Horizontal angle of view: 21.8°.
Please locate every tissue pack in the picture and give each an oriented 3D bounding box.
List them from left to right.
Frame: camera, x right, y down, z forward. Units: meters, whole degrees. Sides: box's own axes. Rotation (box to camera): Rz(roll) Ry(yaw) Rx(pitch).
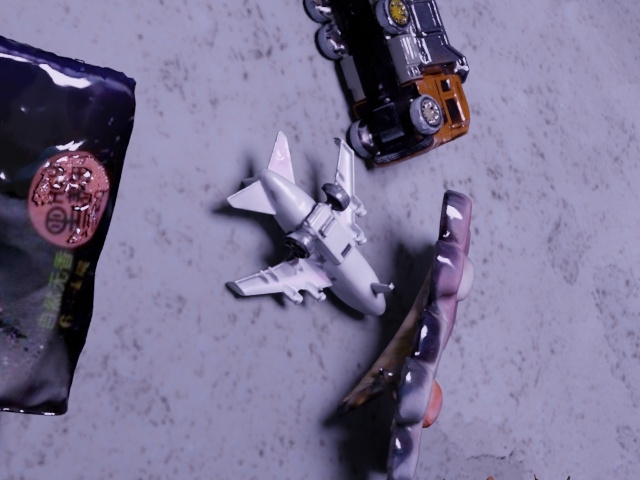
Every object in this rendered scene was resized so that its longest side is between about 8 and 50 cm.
[{"bbox_3d":[-0.277,-0.022,1.008,0.332,0.123,0.245,14,89,-41],"label":"tissue pack"}]

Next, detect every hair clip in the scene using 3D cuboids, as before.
[{"bbox_3d":[0.081,0.078,1.350,0.146,0.075,0.257,82,29,-54],"label":"hair clip"}]

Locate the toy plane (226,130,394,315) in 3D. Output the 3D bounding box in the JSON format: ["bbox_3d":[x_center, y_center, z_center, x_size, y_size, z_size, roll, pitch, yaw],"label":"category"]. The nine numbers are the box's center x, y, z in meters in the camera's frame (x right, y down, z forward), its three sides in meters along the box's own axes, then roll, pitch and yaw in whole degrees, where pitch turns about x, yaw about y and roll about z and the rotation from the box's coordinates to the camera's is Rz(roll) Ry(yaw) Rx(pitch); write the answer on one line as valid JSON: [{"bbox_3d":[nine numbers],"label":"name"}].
[{"bbox_3d":[0.000,0.000,1.330,0.171,0.065,0.162,45,62,-18],"label":"toy plane"}]

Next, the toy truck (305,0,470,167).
[{"bbox_3d":[0.062,-0.164,1.422,0.092,0.083,0.192,-16,88,-50],"label":"toy truck"}]

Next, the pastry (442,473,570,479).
[{"bbox_3d":[0.105,0.299,1.256,0.275,0.193,0.275,-25,131,-32],"label":"pastry"}]
